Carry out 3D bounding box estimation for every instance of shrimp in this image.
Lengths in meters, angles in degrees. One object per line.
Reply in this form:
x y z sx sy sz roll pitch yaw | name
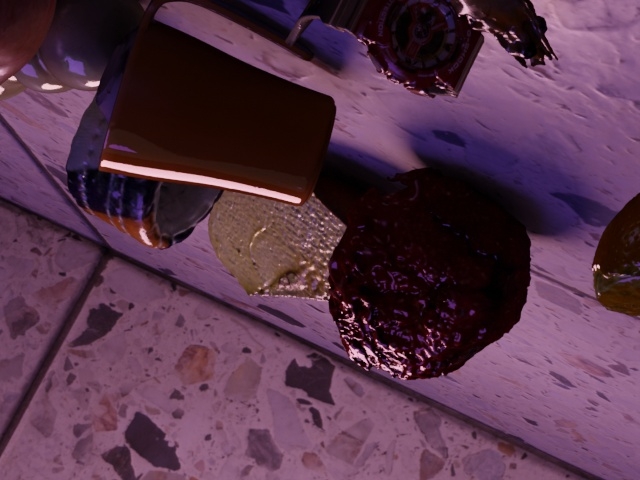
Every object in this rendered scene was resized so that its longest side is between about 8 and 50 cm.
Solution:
0.097 -0.236 1.354 0.152 0.063 0.287 17 161 46 | shrimp

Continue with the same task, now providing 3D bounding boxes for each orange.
0.388 0.022 1.555 0.237 0.158 0.179 18 168 39 | orange

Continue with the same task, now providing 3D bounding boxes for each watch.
0.060 -0.193 1.572 0.165 0.102 0.268 28 176 -8 | watch

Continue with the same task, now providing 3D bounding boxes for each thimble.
-0.217 -0.114 2.159 0.150 0.237 0.237 27 168 20 | thimble

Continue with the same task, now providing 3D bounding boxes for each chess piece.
-0.346 -0.252 1.991 0.330 0.182 0.182 7 157 43 | chess piece

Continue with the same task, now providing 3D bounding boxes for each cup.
-0.117 -0.156 1.818 0.264 0.226 0.182 16 -159 -6 | cup

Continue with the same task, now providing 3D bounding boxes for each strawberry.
0.140 0.052 1.983 0.274 0.274 0.220 33 -170 -23 | strawberry

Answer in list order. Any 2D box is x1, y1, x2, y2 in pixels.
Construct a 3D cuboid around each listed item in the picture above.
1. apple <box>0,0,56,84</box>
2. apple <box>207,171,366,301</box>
-0.439 -0.263 1.762 0.345 0.269 0.345 -10 166 -3 | apple
0.000 0.000 2.241 0.254 0.179 0.346 22 169 -42 | apple
